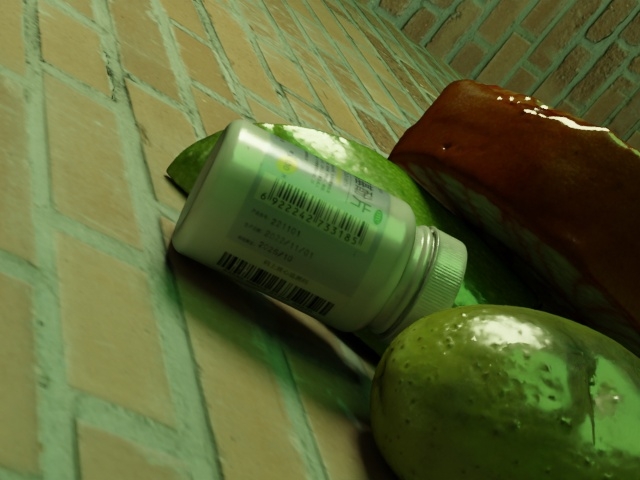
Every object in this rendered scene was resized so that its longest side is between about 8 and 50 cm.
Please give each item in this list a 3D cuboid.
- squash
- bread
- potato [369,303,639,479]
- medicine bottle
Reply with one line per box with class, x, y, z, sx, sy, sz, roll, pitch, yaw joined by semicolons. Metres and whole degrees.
squash;0.043;-0.007;0.923;0.289;0.111;0.203;41;15;10
bread;0.203;-0.009;0.974;0.328;0.114;0.295;35;-9;41
potato;0.147;0.133;0.720;0.248;0.143;0.169;27;34;-9
medicine bottle;0.000;0.000;0.775;0.187;0.102;0.103;26;19;-10
